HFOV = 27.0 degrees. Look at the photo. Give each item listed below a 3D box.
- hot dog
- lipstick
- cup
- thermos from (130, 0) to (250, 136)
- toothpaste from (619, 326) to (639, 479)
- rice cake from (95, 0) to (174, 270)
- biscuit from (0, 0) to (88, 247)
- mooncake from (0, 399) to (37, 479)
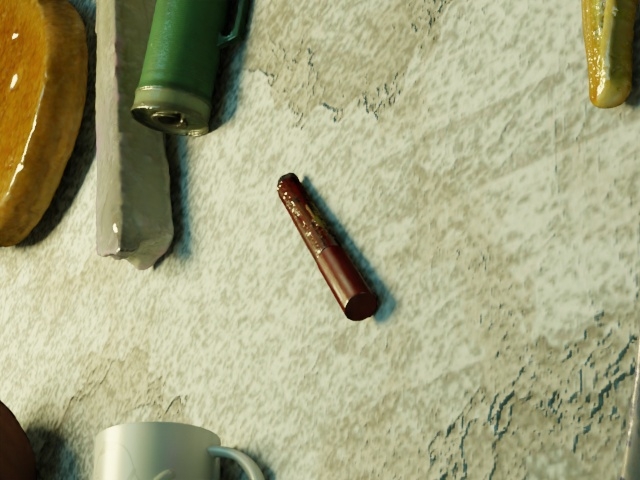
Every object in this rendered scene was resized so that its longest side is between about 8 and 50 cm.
[{"bbox_3d":[0.176,-0.144,0.805,0.044,0.028,0.137,116,160,-64],"label":"hot dog"},{"bbox_3d":[-0.001,0.000,0.999,0.027,0.027,0.176,-58,34,20],"label":"lipstick"},{"bbox_3d":[-0.115,0.206,1.001,0.136,0.099,0.133,-31,50,46],"label":"cup"},{"bbox_3d":[-0.119,-0.196,1.222,0.083,0.073,0.187,-12,65,55],"label":"thermos"},{"bbox_3d":[0.180,0.111,0.666,0.075,0.048,0.301,9,85,53],"label":"toothpaste"},{"bbox_3d":[-0.185,-0.138,1.300,0.070,0.064,0.399,-49,38,46],"label":"rice cake"},{"bbox_3d":[-0.371,-0.131,1.564,0.350,0.070,0.394,-64,33,15],"label":"biscuit"},{"bbox_3d":[-0.442,0.268,1.250,0.174,0.326,0.334,22,104,49],"label":"mooncake"}]
